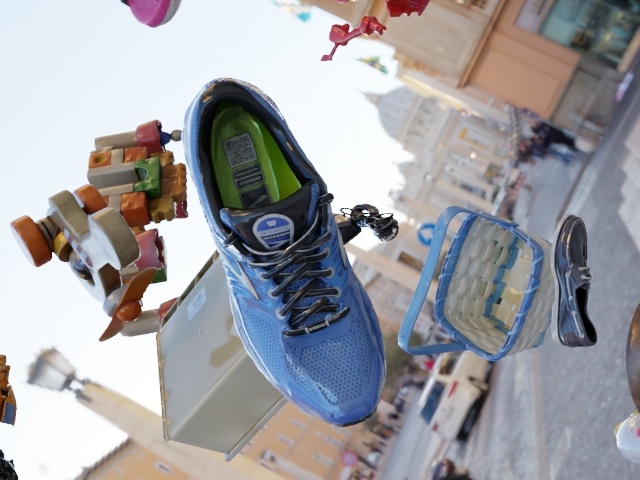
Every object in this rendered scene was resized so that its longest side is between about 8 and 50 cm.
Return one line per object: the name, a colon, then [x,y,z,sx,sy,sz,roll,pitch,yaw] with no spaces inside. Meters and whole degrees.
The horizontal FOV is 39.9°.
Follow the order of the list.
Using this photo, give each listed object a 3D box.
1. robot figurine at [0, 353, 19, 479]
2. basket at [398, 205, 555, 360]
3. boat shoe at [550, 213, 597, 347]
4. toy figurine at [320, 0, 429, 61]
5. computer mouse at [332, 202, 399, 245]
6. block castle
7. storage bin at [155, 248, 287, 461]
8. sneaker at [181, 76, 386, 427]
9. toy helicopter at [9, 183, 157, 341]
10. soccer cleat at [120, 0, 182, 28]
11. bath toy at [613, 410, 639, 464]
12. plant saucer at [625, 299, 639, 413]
robot figurine: [-0.503,0.253,1.176,0.291,0.211,0.085,-116,44,-59]
basket: [0.272,0.080,1.497,0.289,0.201,0.255,7,-72,-42]
boat shoe: [0.396,0.063,1.343,0.075,0.065,0.206,-3,-84,-39]
toy figurine: [0.075,-0.390,0.990,0.217,0.362,0.191,-12,-15,-36]
computer mouse: [0.000,0.000,1.632,0.188,0.272,0.072,-138,38,-69]
block castle: [-0.376,-0.035,1.973,0.453,0.213,0.303,-99,-2,-45]
storage bin: [-0.141,0.158,1.391,0.262,0.123,0.260,-49,36,30]
sneaker: [-0.039,0.012,0.759,0.130,0.330,0.147,-25,1,-1]
toy helicopter: [-0.323,0.029,1.289,0.140,0.235,0.355,-31,7,-24]
soccer cleat: [-0.181,-0.423,1.055,0.143,0.116,0.331,-12,-82,-45]
bath toy: [0.673,0.272,1.558,0.348,0.151,0.129,-46,27,2]
plant saucer: [0.422,0.125,0.975,0.198,0.198,0.036,-61,24,-12]
